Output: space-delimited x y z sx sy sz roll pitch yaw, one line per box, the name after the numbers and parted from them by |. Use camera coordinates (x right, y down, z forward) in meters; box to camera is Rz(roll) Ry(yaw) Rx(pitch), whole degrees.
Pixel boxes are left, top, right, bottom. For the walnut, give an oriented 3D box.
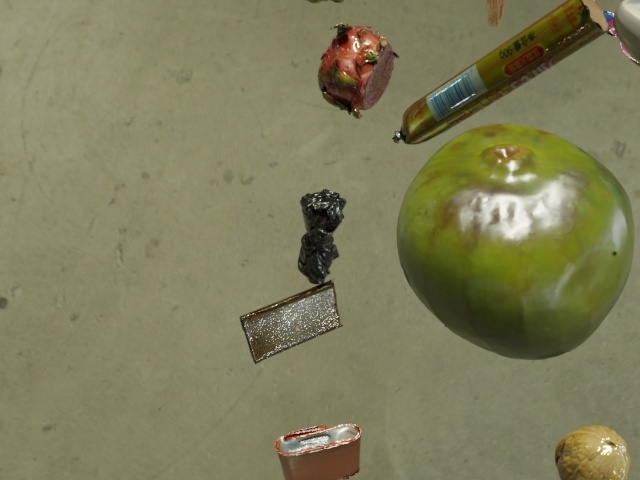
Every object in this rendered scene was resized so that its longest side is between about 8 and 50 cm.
0.419 0.343 1.014 0.105 0.124 0.105 10 37 -8 | walnut

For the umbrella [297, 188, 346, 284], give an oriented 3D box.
0.000 -0.001 1.548 0.110 0.272 0.122 -13 47 -17 | umbrella

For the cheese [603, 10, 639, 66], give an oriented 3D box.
0.724 -0.452 1.483 0.155 0.062 0.244 -28 60 -26 | cheese

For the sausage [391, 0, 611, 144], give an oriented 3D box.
0.254 -0.246 1.018 0.082 0.371 0.082 30 45 -35 | sausage

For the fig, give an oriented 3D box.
0.176 0.015 0.611 0.203 0.225 0.203 -12 37 10 | fig

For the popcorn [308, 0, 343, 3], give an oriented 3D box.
0.007 -0.652 1.532 0.206 0.237 0.251 29 77 -14 | popcorn

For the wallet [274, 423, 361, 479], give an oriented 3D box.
0.000 0.375 1.138 0.142 0.204 0.045 -10 55 -4 | wallet

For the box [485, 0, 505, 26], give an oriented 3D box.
0.188 -0.276 0.699 0.015 0.093 0.058 12 83 19 | box

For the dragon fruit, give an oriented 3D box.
0.098 -0.412 1.605 0.147 0.282 0.211 41 82 16 | dragon fruit

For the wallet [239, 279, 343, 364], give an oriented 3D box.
-0.068 0.194 1.589 0.243 0.133 0.039 -22 25 -18 | wallet

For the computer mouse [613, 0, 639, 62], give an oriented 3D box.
0.267 -0.153 0.504 0.066 0.039 0.096 -14 44 -17 | computer mouse
